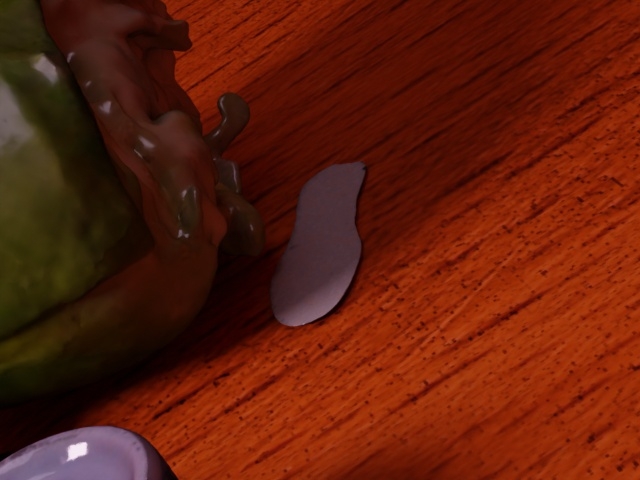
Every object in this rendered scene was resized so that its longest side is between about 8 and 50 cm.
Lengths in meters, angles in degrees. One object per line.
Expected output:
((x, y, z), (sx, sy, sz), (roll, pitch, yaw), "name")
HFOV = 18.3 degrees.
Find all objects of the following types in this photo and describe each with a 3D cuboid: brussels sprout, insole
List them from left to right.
((-0.214, -0.048, 1.303), (0.315, 0.275, 0.371), (-17, 28, 18), "brussels sprout")
((0.000, 0.000, 1.300), (0.065, 0.004, 0.197), (-22, 27, 17), "insole")

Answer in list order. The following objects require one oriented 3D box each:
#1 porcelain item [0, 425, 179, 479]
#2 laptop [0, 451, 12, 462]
((-0.118, 0.177, 0.978), (0.147, 0.114, 0.147), (-23, 28, 13), "porcelain item")
((-0.259, 0.202, 1.200), (0.129, 0.016, 0.180), (-20, 26, 19), "laptop")
